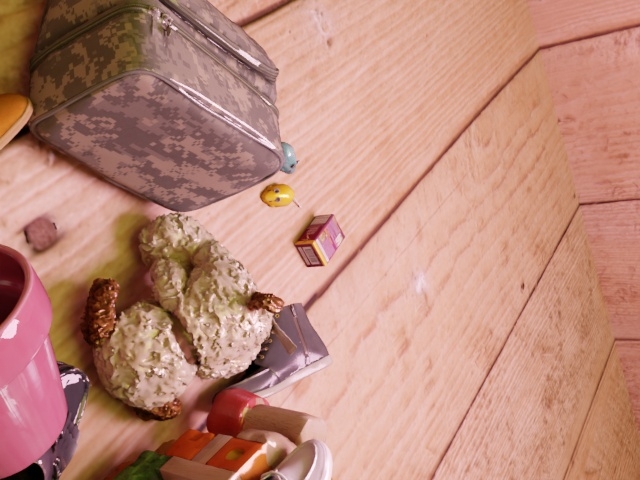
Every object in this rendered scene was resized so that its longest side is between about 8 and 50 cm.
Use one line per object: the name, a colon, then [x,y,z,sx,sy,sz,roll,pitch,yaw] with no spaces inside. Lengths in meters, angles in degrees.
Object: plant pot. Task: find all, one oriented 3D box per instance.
plant pot: [-0.344,0.130,0.738,0.201,0.201,0.180,-56,144,-40]

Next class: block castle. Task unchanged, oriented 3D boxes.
block castle: [-0.166,0.415,0.917,0.453,0.213,0.302,-38,120,-46]

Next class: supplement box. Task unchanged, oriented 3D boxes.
supplement box: [0.000,0.000,1.313,0.083,0.043,0.055,-54,127,-40]

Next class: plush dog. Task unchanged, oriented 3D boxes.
plush dog: [-0.180,0.122,0.967,0.225,0.211,0.262,-35,116,-24]

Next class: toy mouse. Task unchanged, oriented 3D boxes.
toy mouse: [-0.075,-0.127,1.238,0.161,0.031,0.143,-2,87,-53]

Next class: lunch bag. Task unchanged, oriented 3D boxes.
lunch bag: [-0.201,-0.216,0.953,0.305,0.213,0.256,29,45,-49]

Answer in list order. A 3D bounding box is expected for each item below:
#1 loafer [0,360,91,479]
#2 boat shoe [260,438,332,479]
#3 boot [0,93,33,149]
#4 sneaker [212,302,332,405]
loafer: [-0.327,0.263,0.805,0.109,0.095,0.302,58,43,-33]
boat shoe: [-0.052,0.294,0.846,0.184,0.066,0.063,-50,130,-28]
boot: [-0.433,-0.133,0.708,0.295,0.104,0.211,-51,125,-38]
sneaker: [-0.092,0.180,1.162,0.222,0.083,0.118,-19,80,-43]
